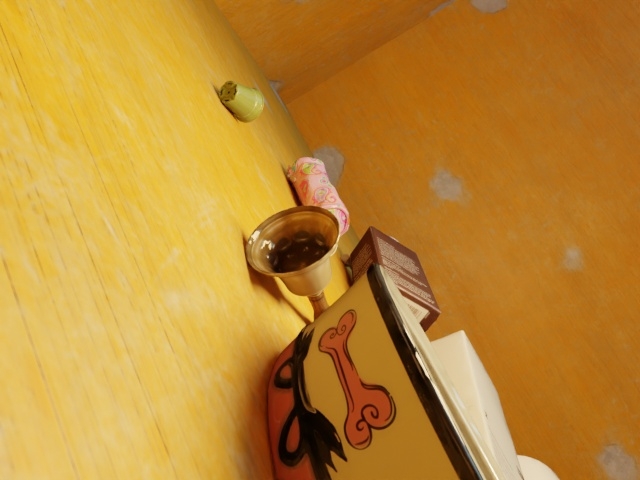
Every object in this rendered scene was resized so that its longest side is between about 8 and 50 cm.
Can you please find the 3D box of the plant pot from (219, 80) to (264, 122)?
[{"bbox_3d":[-0.182,-0.316,1.014,0.083,0.083,0.079,63,19,18],"label":"plant pot"}]

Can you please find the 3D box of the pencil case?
[{"bbox_3d":[-0.013,-0.123,1.261,0.124,0.124,0.284,54,9,-42],"label":"pencil case"}]

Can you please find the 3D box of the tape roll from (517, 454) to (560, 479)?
[{"bbox_3d":[0.462,0.641,1.019,0.246,0.246,0.169,60,7,-3],"label":"tape roll"}]

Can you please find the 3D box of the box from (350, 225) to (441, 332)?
[{"bbox_3d":[0.204,0.117,1.349,0.191,0.143,0.381,31,22,-11],"label":"box"}]

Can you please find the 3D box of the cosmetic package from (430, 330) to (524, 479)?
[{"bbox_3d":[0.294,0.392,0.941,0.217,0.156,0.385,58,20,-16],"label":"cosmetic package"}]

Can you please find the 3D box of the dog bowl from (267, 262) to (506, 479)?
[{"bbox_3d":[0.095,0.235,0.461,0.408,0.150,0.408,59,8,-14],"label":"dog bowl"}]

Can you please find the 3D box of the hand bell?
[{"bbox_3d":[-0.006,0.082,0.655,0.126,0.126,0.242,-111,-179,-50],"label":"hand bell"}]

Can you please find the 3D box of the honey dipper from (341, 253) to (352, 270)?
[{"bbox_3d":[0.114,0.105,1.575,0.160,0.030,0.030,57,7,-43],"label":"honey dipper"}]

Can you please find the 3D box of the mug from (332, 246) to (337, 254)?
[{"bbox_3d":[0.004,0.001,1.106,0.064,0.062,0.078,-126,-167,-84],"label":"mug"}]
